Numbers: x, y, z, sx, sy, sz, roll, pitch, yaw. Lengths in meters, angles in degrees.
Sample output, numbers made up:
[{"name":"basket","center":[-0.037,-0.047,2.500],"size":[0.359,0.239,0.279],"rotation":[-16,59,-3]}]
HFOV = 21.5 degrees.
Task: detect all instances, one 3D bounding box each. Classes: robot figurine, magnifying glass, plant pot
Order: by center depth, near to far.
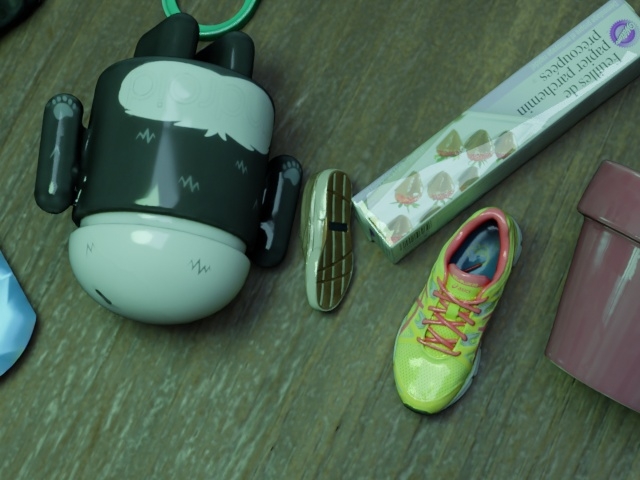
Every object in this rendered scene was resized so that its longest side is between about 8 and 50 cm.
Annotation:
[{"name":"plant pot","center":[0.295,0.053,1.476],"size":[0.201,0.201,0.180],"rotation":[28,94,11]},{"name":"robot figurine","center":[-0.136,-0.061,1.543],"size":[0.209,0.173,0.278],"rotation":[5,75,13]},{"name":"magnifying glass","center":[-0.058,-0.286,1.672],"size":[0.231,0.026,0.092],"rotation":[-39,75,-7]}]

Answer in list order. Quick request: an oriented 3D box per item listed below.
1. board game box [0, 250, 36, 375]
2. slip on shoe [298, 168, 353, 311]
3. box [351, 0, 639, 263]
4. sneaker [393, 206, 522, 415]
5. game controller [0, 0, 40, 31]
[{"name":"board game box","center":[-0.349,0.064,1.597],"size":[0.133,0.033,0.169],"rotation":[-29,80,-9]},{"name":"slip on shoe","center":[0.000,0.000,1.583],"size":[0.041,0.051,0.135],"rotation":[-5,80,44]},{"name":"box","center":[0.173,-0.103,1.583],"size":[0.324,0.067,0.063],"rotation":[-38,76,-5]},{"name":"sneaker","center":[0.121,0.057,1.529],"size":[0.081,0.094,0.208],"rotation":[20,79,8]},{"name":"game controller","center":[-0.398,-0.335,1.616],"size":[0.166,0.067,0.319],"rotation":[-35,101,-25]}]
